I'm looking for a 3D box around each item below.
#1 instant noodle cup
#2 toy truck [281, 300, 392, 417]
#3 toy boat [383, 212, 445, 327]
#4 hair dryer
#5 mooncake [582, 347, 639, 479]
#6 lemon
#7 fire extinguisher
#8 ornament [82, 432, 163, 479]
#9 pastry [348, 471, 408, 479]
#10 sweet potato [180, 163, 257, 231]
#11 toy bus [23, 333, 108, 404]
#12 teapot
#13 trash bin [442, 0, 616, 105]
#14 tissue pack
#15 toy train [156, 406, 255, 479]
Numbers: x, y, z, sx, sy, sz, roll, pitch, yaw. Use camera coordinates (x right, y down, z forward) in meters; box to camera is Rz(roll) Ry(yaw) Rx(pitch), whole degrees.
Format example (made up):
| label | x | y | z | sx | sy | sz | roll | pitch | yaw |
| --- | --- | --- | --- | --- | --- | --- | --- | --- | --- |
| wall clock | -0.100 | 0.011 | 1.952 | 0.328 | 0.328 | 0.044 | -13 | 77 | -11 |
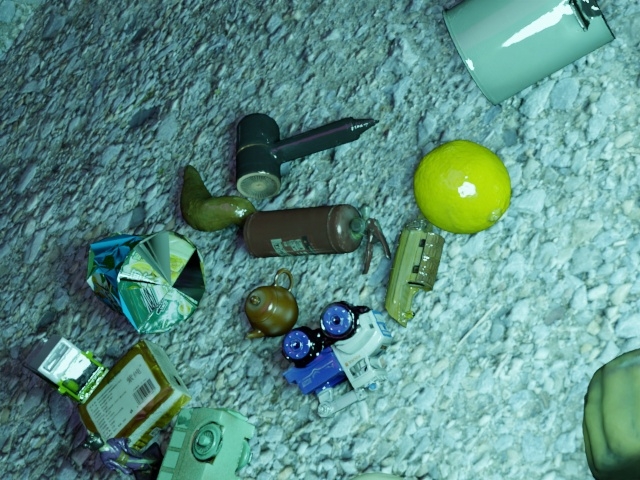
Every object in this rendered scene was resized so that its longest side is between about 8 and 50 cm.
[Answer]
| label | x | y | z | sx | sy | sz | roll | pitch | yaw |
| --- | --- | --- | --- | --- | --- | --- | --- | --- | --- |
| instant noodle cup | -0.403 | 0.082 | 2.165 | 0.178 | 0.240 | 0.240 | 9 | 71 | 46 |
| toy truck | 0.041 | 0.224 | 1.823 | 0.213 | 0.161 | 0.177 | -34 | 70 | 15 |
| toy boat | 0.184 | 0.058 | 1.850 | 0.088 | 0.068 | 0.226 | 4 | 68 | 31 |
| hair dryer | -0.030 | -0.232 | 2.157 | 0.352 | 0.107 | 0.189 | -16 | 55 | 19 |
| mooncake | 0.518 | 0.260 | 1.363 | 0.290 | 0.290 | 0.161 | -18 | 53 | 27 |
| lemon | 0.269 | -0.097 | 1.803 | 0.178 | 0.178 | 0.203 | -46 | 50 | 6 |
| fire extinguisher | 0.000 | 0.000 | 1.998 | 0.337 | 0.106 | 0.147 | -3 | 90 | 35 |
| ornament | -0.406 | 0.440 | 1.980 | 0.081 | 0.203 | 0.088 | -39 | 47 | 2 |
| pastry | 0.097 | 0.520 | 1.622 | 0.264 | 0.133 | 0.265 | -13 | 61 | 25 |
| sweet potato | -0.257 | -0.076 | 2.220 | 0.124 | 0.098 | 0.310 | -42 | 44 | -19 |
| toy bus | -0.591 | 0.285 | 2.171 | 0.113 | 0.139 | 0.301 | -55 | 22 | -18 |
| teapot | -0.107 | 0.136 | 1.988 | 0.116 | 0.116 | 0.173 | 17 | 76 | 40 |
| trash bin | 0.402 | -0.419 | 1.853 | 0.262 | 0.217 | 0.277 | -29 | 19 | 20 |
| tissue pack | -0.415 | 0.353 | 2.100 | 0.226 | 0.092 | 0.183 | -47 | 48 | 7 |
| toy train | -0.243 | 0.485 | 1.883 | 0.159 | 0.129 | 0.326 | -1 | 65 | 39 |
